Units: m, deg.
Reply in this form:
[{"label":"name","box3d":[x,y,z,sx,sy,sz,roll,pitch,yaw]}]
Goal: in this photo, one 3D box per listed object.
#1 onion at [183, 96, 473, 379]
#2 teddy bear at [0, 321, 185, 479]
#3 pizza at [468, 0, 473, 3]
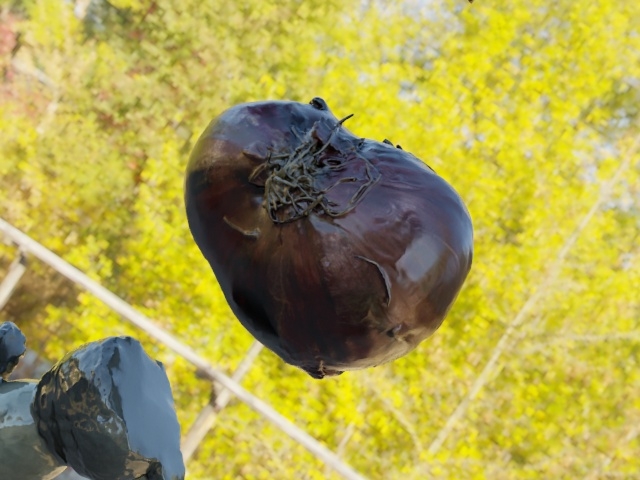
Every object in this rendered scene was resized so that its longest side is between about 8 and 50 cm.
[{"label":"onion","box3d":[-0.004,-0.008,0.933,0.281,0.221,0.281,36,-12,9]},{"label":"teddy bear","box3d":[-0.253,0.160,0.998,0.251,0.171,0.144,-7,-16,19]},{"label":"pizza","box3d":[0.204,-0.349,1.253,0.026,0.123,0.108,23,27,-16]}]
